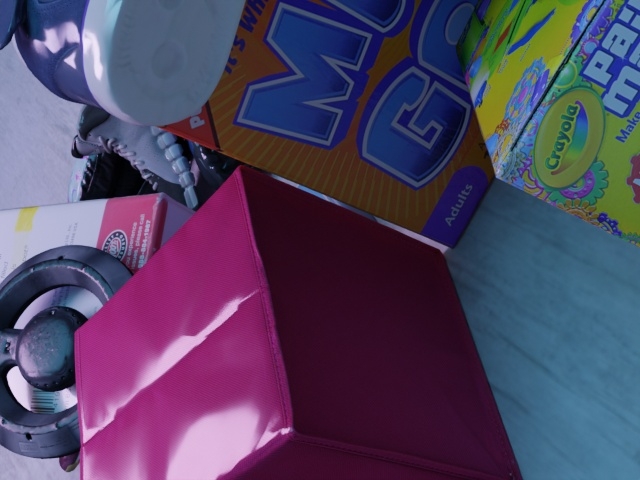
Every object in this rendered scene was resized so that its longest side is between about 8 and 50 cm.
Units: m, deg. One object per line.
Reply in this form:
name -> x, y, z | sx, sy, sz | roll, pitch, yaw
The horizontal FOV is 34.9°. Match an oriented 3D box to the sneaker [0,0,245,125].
sneaker -> -0.123, -0.249, 0.681 | 0.236, 0.130, 0.323 | 33, 105, 46

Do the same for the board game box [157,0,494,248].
board game box -> -0.009, -0.263, 0.948 | 0.356, 0.356, 0.356 | 40, 105, 51

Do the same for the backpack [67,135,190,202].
backpack -> -0.273, -0.091, 1.396 | 0.182, 0.152, 0.115 | -71, 21, 2

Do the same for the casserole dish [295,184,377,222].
casserole dish -> 0.000, 0.000, 1.077 | 0.114, 0.037, 0.188 | -54, 40, 15

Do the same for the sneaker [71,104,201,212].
sneaker -> -0.244, -0.106, 1.297 | 0.086, 0.132, 0.229 | 139, 109, -76

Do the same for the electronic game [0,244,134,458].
electronic game -> -0.279, 0.115, 1.076 | 0.229, 0.048, 0.229 | -8, 68, 21

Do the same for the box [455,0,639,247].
box -> 0.238, -0.172, 0.635 | 0.290, 0.177, 0.279 | -60, 10, 24

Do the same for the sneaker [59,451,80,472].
sneaker -> -0.353, 0.220, 1.368 | 0.069, 0.083, 0.186 | -49, 36, 45

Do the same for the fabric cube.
fabric cube -> -0.032, 0.142, 0.873 | 0.258, 0.254, 0.259 | -41, 44, 30

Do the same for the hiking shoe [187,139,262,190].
hiking shoe -> -0.137, -0.169, 1.303 | 0.132, 0.113, 0.304 | 107, 151, -52

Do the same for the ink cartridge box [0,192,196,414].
ink cartridge box -> -0.311, 0.108, 1.232 | 0.384, 0.160, 0.279 | -3, 71, 32
